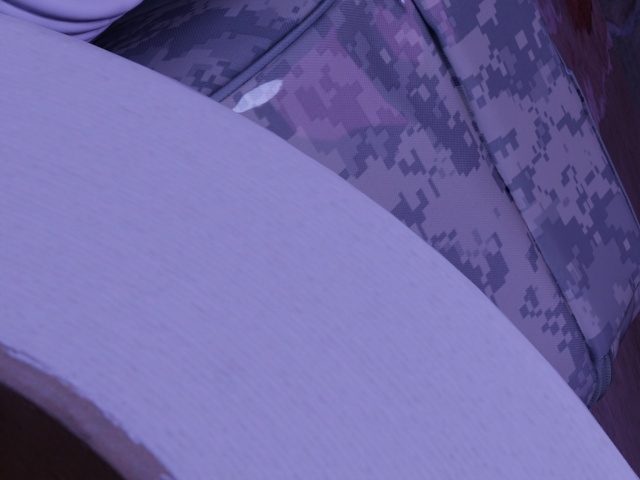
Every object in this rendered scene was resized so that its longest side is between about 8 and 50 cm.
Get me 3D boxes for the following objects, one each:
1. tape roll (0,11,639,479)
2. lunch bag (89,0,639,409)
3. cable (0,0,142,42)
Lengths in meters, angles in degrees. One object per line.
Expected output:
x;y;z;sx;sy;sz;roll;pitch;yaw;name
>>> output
-0.108;0.102;0.260;0.392;0.392;0.072;-85;-168;-44;tape roll
0.000;0.000;0.819;0.305;0.213;0.256;62;40;-25;lunch bag
-0.161;-0.187;0.671;0.257;0.089;0.257;60;24;-22;cable
